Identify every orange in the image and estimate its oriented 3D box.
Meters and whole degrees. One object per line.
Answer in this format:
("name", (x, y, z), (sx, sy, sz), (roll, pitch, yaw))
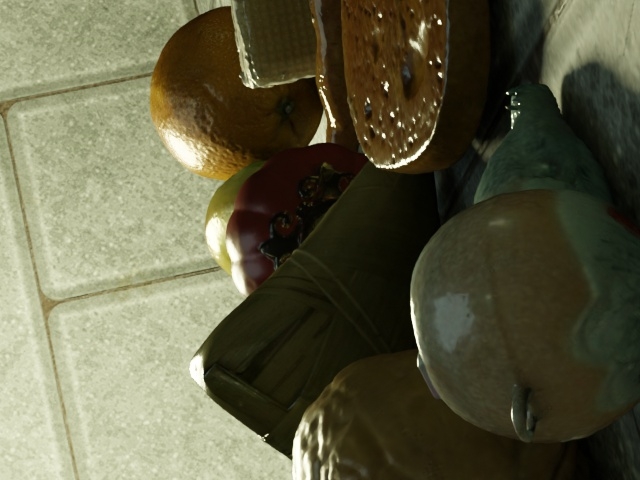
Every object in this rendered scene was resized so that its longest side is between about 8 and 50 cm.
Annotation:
("orange", (-0.117, -0.207, 2.367), (0.264, 0.264, 0.264), (168, 90, -82))

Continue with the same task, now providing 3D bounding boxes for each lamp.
("lamp", (0.000, 0.000, 1.925), (0.227, 0.227, 0.226), (168, 90, -82))

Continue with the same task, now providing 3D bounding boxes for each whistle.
("whistle", (0.165, 0.006, 1.165), (0.347, 0.189, 0.189), (-78, -13, -48))

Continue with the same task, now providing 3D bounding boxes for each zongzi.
("zongzi", (0.133, 0.132, 1.739), (0.447, 0.418, 0.181), (39, 172, -16))

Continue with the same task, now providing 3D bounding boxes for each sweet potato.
("sweet potato", (0.025, -0.188, 2.066), (0.067, 0.059, 0.281), (-89, -7, -64))

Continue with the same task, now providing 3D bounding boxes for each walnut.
("walnut", (0.108, 0.228, 1.404), (0.313, 0.252, 0.277), (-142, 42, -78))

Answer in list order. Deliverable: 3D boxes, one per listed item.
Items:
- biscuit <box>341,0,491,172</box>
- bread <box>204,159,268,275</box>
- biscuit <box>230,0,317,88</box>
("biscuit", (0.087, -0.219, 1.532), (0.367, 0.063, 0.314), (171, 96, -78))
("bread", (-0.066, -0.044, 2.271), (0.156, 0.261, 0.158), (43, -127, -30))
("biscuit", (-0.069, -0.410, 2.113), (0.078, 0.144, 0.426), (-150, 48, -78))
